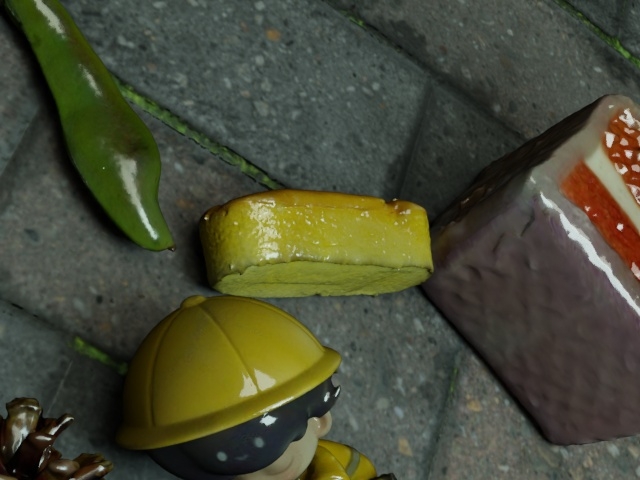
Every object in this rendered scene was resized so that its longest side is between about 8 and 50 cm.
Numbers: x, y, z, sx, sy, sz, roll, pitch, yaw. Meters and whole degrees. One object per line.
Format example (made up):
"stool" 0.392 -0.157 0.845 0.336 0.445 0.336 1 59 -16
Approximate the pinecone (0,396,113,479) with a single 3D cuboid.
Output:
"pinecone" -0.220 0.210 0.776 0.179 0.150 0.195 9 63 -25

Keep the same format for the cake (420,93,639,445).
"cake" 0.281 0.037 1.143 0.309 0.230 0.237 52 54 -7

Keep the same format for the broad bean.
"broad bean" -0.215 -0.129 0.977 0.325 0.067 0.075 59 21 2

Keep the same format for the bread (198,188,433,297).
"bread" 0.000 0.000 1.043 0.246 0.102 0.094 2 72 -32

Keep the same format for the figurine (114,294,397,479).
"figurine" -0.051 0.157 0.907 0.257 0.192 0.167 55 20 -33
